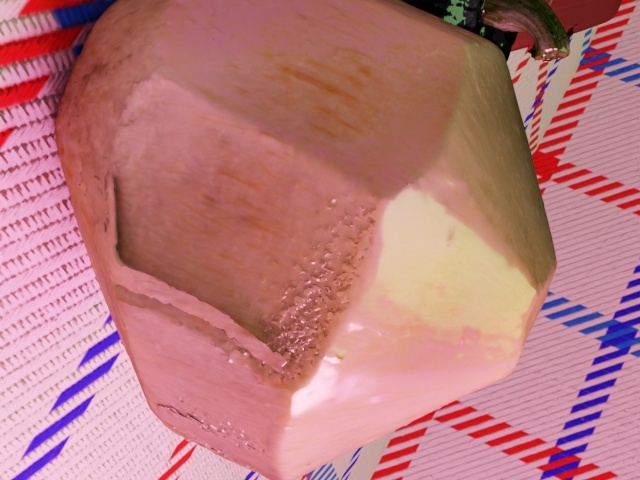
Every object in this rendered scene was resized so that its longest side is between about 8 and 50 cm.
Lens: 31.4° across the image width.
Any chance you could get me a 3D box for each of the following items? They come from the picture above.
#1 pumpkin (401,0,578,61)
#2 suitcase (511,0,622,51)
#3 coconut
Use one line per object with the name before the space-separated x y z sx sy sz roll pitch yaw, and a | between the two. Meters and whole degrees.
pumpkin | 0.120 -0.219 1.062 0.248 0.248 0.248 -57 161 -31
suitcase | 0.232 -0.341 1.278 0.297 0.161 0.236 -24 134 -43
coconut | -0.008 -0.012 0.775 0.352 0.353 0.352 -57 161 -31
